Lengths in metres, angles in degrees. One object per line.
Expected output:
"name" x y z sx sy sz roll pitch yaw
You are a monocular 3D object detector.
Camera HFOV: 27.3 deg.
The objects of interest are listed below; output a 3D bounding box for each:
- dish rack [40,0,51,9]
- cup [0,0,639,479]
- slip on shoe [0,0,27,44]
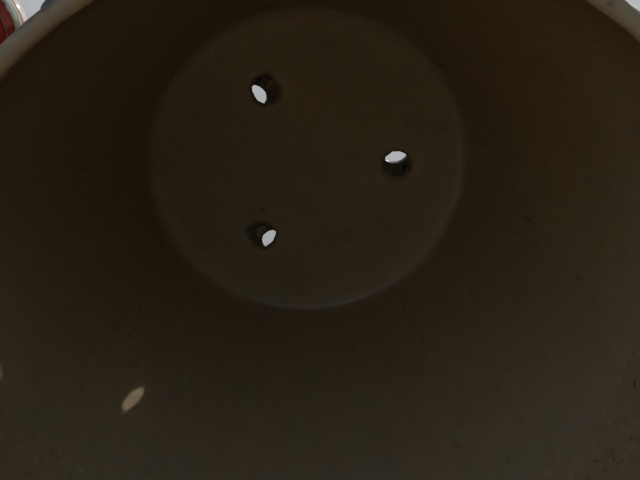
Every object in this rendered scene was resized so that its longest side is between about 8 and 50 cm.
"dish rack" -0.170 -0.120 1.280 0.074 0.271 0.208 -33 33 -3
"cup" 0.000 0.000 0.589 0.331 0.331 0.237 -11 24 2
"slip on shoe" -0.419 -0.121 1.350 0.331 0.123 0.101 -48 -17 5
